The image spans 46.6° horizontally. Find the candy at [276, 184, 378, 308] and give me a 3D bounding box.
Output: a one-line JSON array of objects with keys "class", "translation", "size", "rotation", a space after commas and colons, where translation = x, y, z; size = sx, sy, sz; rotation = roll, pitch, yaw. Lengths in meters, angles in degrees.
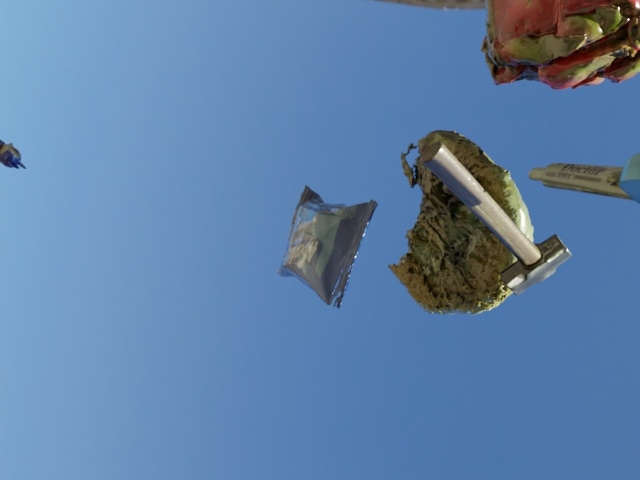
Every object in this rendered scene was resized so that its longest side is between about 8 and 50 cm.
[{"class": "candy", "translation": [0.000, 0.000, 1.281], "size": [0.187, 0.077, 0.331], "rotation": [-70, -161, -1]}]

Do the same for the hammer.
[{"class": "hammer", "translation": [0.248, -0.033, 1.081], "size": [0.111, 0.365, 0.043], "rotation": [-39, -137, 15]}]

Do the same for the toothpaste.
[{"class": "toothpaste", "translation": [0.403, -0.088, 1.083], "size": [0.067, 0.037, 0.255], "rotation": [-41, -153, -17]}]

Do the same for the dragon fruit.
[{"class": "dragon fruit", "translation": [0.350, -0.311, 0.970], "size": [0.303, 0.231, 0.237], "rotation": [-28, -103, 15]}]

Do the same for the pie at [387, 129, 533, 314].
[{"class": "pie", "translation": [0.256, -0.015, 1.391], "size": [0.296, 0.078, 0.371], "rotation": [25, -59, 41]}]

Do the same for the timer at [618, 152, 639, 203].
[{"class": "timer", "translation": [0.486, -0.058, 0.815], "size": [0.250, 0.232, 0.091], "rotation": [4, -103, 44]}]

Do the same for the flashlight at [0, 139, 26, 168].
[{"class": "flashlight", "translation": [-0.521, -0.157, 1.185], "size": [0.035, 0.121, 0.057], "rotation": [-49, -174, 2]}]
